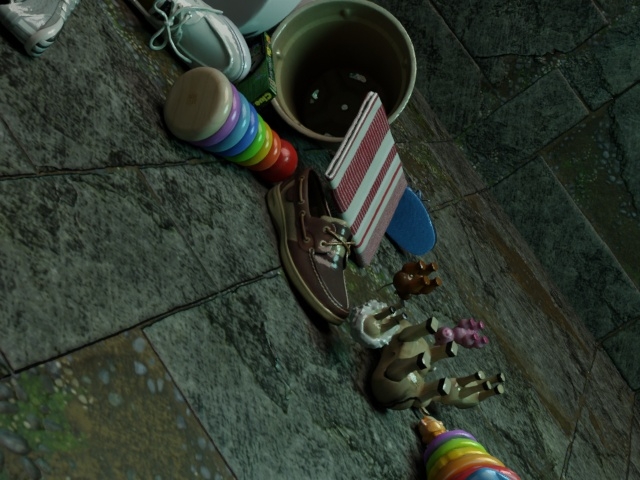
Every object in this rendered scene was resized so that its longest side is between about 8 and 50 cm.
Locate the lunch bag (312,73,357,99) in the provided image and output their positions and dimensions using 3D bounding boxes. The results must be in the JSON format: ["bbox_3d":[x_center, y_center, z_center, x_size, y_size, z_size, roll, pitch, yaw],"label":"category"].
[{"bbox_3d":[-0.031,-0.561,2.542,0.287,0.169,0.235,51,20,-21],"label":"lunch bag"}]

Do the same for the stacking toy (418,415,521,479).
[{"bbox_3d":[0.243,0.405,1.649,0.175,0.166,0.302,39,10,-26],"label":"stacking toy"}]

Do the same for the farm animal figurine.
[{"bbox_3d":[0.182,0.224,1.766,0.330,0.172,0.327,60,32,-6],"label":"farm animal figurine"}]

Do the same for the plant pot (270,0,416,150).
[{"bbox_3d":[0.049,-0.350,2.167,0.333,0.334,0.305,57,-2,9],"label":"plant pot"}]

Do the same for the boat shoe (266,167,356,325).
[{"bbox_3d":[0.000,0.000,1.758,0.123,0.123,0.342,33,28,-44],"label":"boat shoe"}]

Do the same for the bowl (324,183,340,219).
[{"bbox_3d":[0.060,-0.099,2.077,0.170,0.080,0.170,-21,116,-50],"label":"bowl"}]

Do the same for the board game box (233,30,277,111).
[{"bbox_3d":[-0.155,-0.333,1.945,0.030,0.136,0.259,45,22,-32],"label":"board game box"}]

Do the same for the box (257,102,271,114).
[{"bbox_3d":[-0.153,-0.325,2.054,0.083,0.052,0.062,38,26,-34],"label":"box"}]

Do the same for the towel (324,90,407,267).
[{"bbox_3d":[0.096,-0.123,1.954,0.237,0.037,0.329,-63,152,-25],"label":"towel"}]

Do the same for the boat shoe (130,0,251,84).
[{"bbox_3d":[-0.292,-0.450,1.832,0.367,0.136,0.156,50,20,-1],"label":"boat shoe"}]

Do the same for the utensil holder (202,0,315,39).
[{"bbox_3d":[-0.159,-0.612,2.134,0.327,0.328,0.385,55,23,4],"label":"utensil holder"}]

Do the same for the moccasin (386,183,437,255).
[{"bbox_3d":[0.184,-0.118,2.345,0.342,0.138,0.117,56,16,4],"label":"moccasin"}]

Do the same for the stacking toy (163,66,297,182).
[{"bbox_3d":[-0.148,-0.202,1.771,0.330,0.141,0.141,30,30,-57],"label":"stacking toy"}]

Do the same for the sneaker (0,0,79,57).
[{"bbox_3d":[-0.453,-0.389,1.453,0.132,0.086,0.228,41,25,-26],"label":"sneaker"}]
